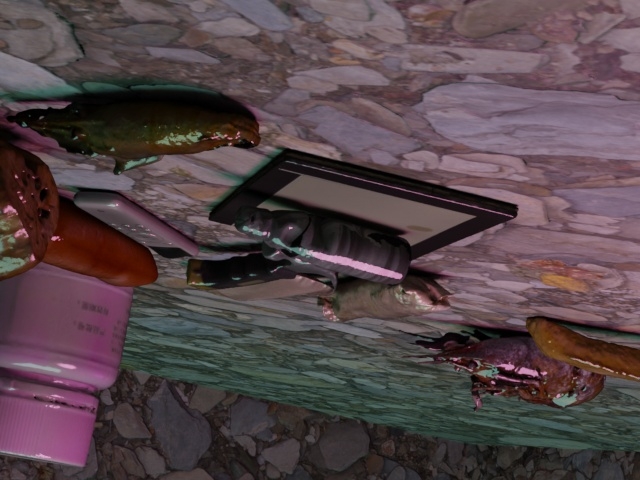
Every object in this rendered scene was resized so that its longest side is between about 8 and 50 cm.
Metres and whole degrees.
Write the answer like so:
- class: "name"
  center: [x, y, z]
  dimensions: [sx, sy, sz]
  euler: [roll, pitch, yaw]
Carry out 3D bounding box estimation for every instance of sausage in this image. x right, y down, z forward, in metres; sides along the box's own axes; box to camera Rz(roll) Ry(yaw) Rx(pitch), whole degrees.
- class: "sausage"
  center: [-0.308, 0.006, 1.732]
  dimensions: [0.089, 0.083, 0.300]
  euler: [-6, 166, 21]

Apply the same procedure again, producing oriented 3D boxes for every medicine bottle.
- class: "medicine bottle"
  center: [-0.445, 0.183, 2.061]
  dimensions: [0.256, 0.325, 0.256]
  euler: [9, 169, 2]

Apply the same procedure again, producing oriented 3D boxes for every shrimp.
- class: "shrimp"
  center: [-0.178, -0.093, 1.232]
  dimensions: [0.262, 0.066, 0.117]
  euler: [4, 166, 32]
- class: "shrimp"
  center: [0.290, 0.204, 2.094]
  dimensions: [0.343, 0.117, 0.145]
  euler: [10, 153, -4]

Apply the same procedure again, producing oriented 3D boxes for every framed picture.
- class: "framed picture"
  center: [0.034, -0.029, 1.471]
  dimensions: [0.264, 0.016, 0.347]
  euler: [12, 167, -14]

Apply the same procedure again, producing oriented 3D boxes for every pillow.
- class: "pillow"
  center: [-0.093, 0.061, 1.914]
  dimensions: [0.130, 0.038, 0.232]
  euler: [24, 160, -39]

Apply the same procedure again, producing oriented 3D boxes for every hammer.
- class: "hammer"
  center: [-0.080, 0.036, 1.750]
  dimensions: [0.226, 0.041, 0.158]
  euler: [-11, 157, 40]

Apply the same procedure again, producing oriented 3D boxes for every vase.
- class: "vase"
  center: [0.000, 0.000, 1.455]
  dimensions: [0.211, 0.060, 0.060]
  euler: [16, 166, -24]

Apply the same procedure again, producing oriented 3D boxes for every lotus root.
- class: "lotus root"
  center: [-0.425, -0.051, 1.395]
  dimensions: [0.290, 0.193, 0.193]
  euler: [4, 167, 13]

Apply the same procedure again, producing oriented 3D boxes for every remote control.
- class: "remote control"
  center: [-0.236, -0.015, 1.697]
  dimensions: [0.067, 0.029, 0.261]
  euler: [4, 167, 19]

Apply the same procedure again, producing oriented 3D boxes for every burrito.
- class: "burrito"
  center: [0.084, 0.082, 1.836]
  dimensions: [0.082, 0.059, 0.275]
  euler: [23, 163, -24]

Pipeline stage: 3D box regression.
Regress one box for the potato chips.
- class: "potato chips"
  center: [0.505, 0.180, 1.923]
  dimensions: [0.406, 0.080, 0.057]
  euler: [9, 157, -1]
